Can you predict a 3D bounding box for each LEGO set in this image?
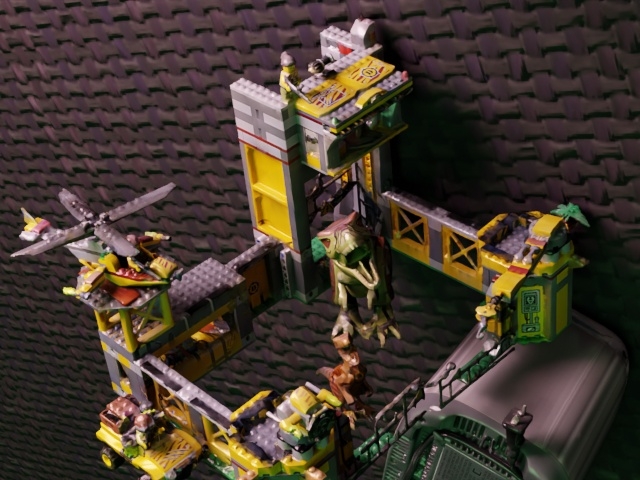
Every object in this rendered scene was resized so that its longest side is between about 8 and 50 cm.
[{"bbox_3d":[0.000,0.000,0.799,0.255,0.331,0.192,36,145,42],"label":"LEGO set"}]

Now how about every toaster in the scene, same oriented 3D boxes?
[{"bbox_3d":[0.131,0.137,0.920,0.129,0.146,0.227,28,140,17],"label":"toaster"}]
